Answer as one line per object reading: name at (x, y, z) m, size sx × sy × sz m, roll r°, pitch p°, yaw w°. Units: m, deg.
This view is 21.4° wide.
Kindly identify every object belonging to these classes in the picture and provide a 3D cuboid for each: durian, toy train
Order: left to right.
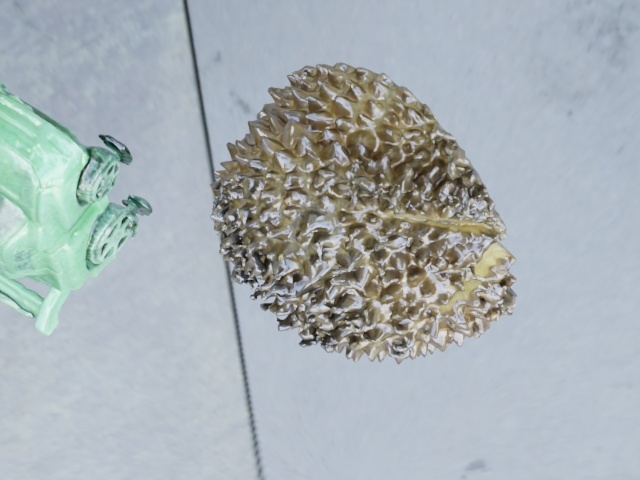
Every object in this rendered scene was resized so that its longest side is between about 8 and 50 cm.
toy train at (-0.148, -0.019, 0.844) m, size 0.099 × 0.149 × 0.081 m, roll 32°, pitch 74°, yaw 12°
durian at (0.000, 0.000, 0.797) m, size 0.091 × 0.188 × 0.148 m, roll -37°, pitch 114°, yaw -30°
